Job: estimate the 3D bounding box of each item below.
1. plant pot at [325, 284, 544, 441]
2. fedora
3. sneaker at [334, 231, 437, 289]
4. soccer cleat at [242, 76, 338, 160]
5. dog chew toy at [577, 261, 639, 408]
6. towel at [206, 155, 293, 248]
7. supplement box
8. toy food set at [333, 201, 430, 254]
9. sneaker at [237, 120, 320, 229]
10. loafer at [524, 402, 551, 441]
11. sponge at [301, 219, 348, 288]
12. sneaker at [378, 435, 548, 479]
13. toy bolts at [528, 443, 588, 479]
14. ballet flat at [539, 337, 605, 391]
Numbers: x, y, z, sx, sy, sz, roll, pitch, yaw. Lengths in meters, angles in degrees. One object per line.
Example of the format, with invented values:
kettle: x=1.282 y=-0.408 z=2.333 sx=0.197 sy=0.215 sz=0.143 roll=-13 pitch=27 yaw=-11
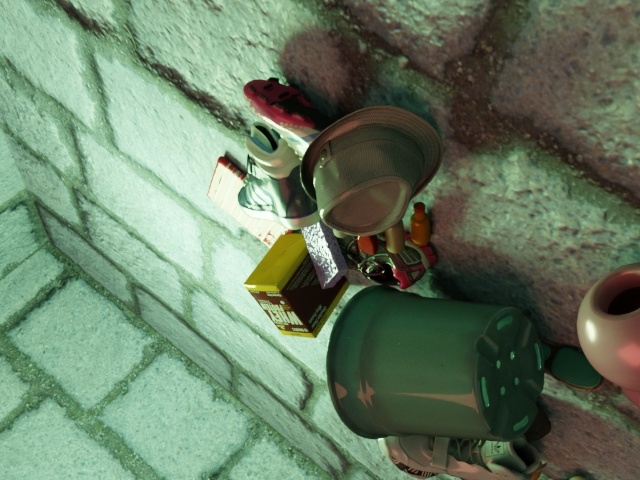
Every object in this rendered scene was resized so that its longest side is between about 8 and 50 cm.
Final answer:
plant pot: x=0.246 y=0.257 z=1.330 sx=0.334 sy=0.341 sz=0.341 roll=-6 pitch=125 yaw=47
fedora: x=0.089 y=-0.100 z=1.171 sx=0.244 sy=0.124 sz=0.275 roll=32 pitch=134 yaw=-33
sneaker: x=0.113 y=0.038 z=1.469 sx=0.299 sy=0.112 sz=0.120 roll=3 pitch=132 yaw=50
soccer cleat: x=-0.028 y=-0.206 z=1.302 sx=0.331 sy=0.116 sz=0.143 roll=31 pitch=134 yaw=18
dog chew toy: x=0.558 y=0.188 z=1.038 sx=0.332 sy=0.206 sz=0.207 roll=47 pitch=152 yaw=-24
towel: x=-0.188 y=-0.095 z=1.756 sx=0.275 sy=0.031 sz=0.199 roll=40 pitch=149 yaw=2
supplement box: x=-0.058 y=0.115 z=1.678 sx=0.129 sy=0.191 sz=0.194 roll=-2 pitch=132 yaw=44
toy food set: x=0.108 y=-0.049 z=1.356 sx=0.232 sy=0.111 sz=0.104 roll=24 pitch=148 yaw=28
sneaker: x=-0.119 y=-0.168 z=1.487 sx=0.323 sy=0.130 sz=0.236 roll=25 pitch=136 yaw=56
loafer: x=0.436 y=0.484 z=1.628 sx=0.130 sy=0.134 sz=0.366 roll=41 pitch=150 yaw=1
sponge: x=0.000 y=0.000 z=1.541 sx=0.117 sy=0.031 sz=0.210 roll=124 pitch=130 yaw=-59
sneaker: x=0.328 y=0.474 z=1.486 sx=0.366 sy=0.137 sz=0.210 roll=23 pitch=141 yaw=-7
toy bolts: x=0.562 y=0.639 z=1.635 sx=0.229 sy=0.218 sz=0.158 roll=17 pitch=139 yaw=9
ballet flat: x=0.484 y=0.252 z=1.341 sx=0.222 sy=0.076 sz=0.079 roll=22 pitch=163 yaw=42
